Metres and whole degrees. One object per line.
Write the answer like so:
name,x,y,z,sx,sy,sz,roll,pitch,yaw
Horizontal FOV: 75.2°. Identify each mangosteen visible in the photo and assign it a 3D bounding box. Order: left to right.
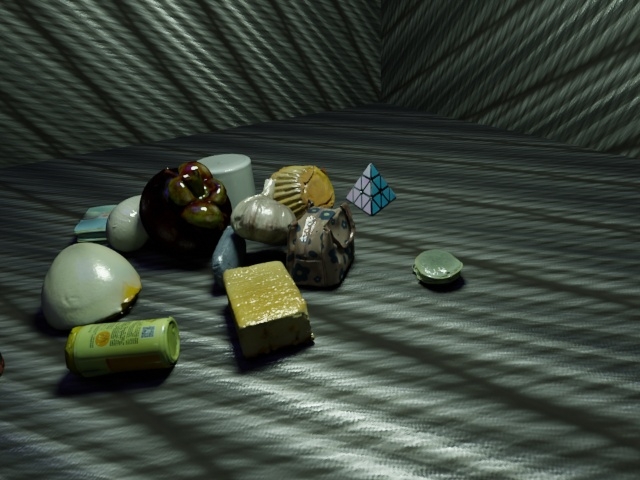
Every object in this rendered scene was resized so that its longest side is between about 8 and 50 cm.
mangosteen,-0.438,-0.114,1.386,0.307,0.306,0.347,-33,-3,-42

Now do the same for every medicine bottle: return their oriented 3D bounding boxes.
medicine bottle,-0.458,0.246,0.959,0.239,0.124,0.124,-6,28,-2
medicine bottle,-0.381,-0.206,1.664,0.238,0.231,0.237,-4,28,2

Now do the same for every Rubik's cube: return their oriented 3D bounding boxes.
Rubik's cube,0.185,-0.154,1.687,0.191,0.211,0.178,-25,39,32

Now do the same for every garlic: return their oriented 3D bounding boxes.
garlic,-0.171,-0.094,1.304,0.219,0.211,0.218,9,-8,1

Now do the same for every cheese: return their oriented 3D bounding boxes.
cheese,-0.672,-0.056,1.476,0.155,0.198,0.188,27,30,-23

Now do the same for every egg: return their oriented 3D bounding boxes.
egg,-0.664,0.114,1.176,0.265,0.173,0.286,-20,35,-19

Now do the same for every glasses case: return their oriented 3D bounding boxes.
glasses case,-0.284,0.045,1.311,0.067,0.109,0.282,-13,27,9

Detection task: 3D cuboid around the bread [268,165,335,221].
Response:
bread,-0.067,-0.145,1.477,0.149,0.273,0.274,-17,15,41

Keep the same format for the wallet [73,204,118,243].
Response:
wallet,-0.856,-0.071,1.651,0.177,0.074,0.250,-6,27,-10

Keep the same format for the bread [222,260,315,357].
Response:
bread,-0.143,0.165,1.071,0.185,0.114,0.274,-10,30,-18

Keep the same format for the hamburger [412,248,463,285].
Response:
hamburger,0.339,0.081,1.204,0.133,0.062,0.140,-14,31,-9

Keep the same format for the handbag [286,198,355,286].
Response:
handbag,0.000,0.000,1.264,0.190,0.193,0.251,4,29,18

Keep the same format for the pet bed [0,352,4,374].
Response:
pet bed,-0.835,0.317,0.949,0.202,0.053,0.201,-3,29,1
